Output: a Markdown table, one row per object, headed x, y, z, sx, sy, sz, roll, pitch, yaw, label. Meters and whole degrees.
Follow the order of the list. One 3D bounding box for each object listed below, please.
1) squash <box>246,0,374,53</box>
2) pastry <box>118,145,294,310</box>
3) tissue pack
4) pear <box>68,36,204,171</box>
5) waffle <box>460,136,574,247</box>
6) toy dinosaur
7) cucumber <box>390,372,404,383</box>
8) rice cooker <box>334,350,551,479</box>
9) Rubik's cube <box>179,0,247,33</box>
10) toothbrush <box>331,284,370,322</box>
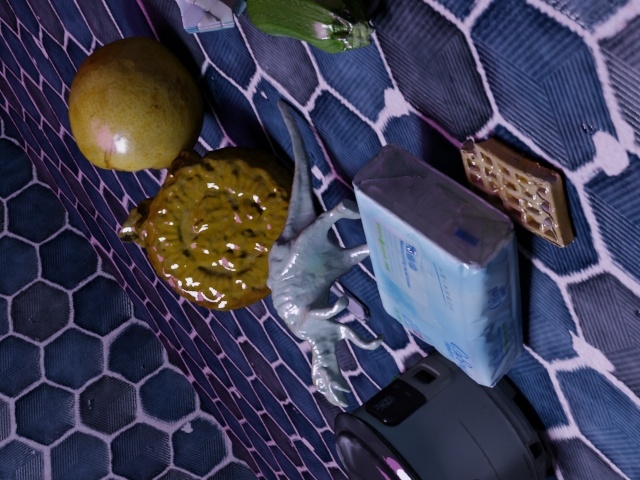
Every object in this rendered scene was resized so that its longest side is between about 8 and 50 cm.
| x | y | z | sx | sy | sz | roll | pitch | yaw | label |
| --- | --- | --- | --- | --- | --- | --- | --- | --- | --- |
| -0.015 | -0.239 | 1.275 | 0.219 | 0.068 | 0.077 | 31 | 135 | 54 | squash |
| -0.133 | -0.021 | 1.729 | 0.235 | 0.240 | 0.132 | 42 | 179 | -5 | pastry |
| 0.129 | 0.033 | 1.323 | 0.177 | 0.089 | 0.263 | 36 | 162 | 28 | tissue pack |
| -0.275 | -0.201 | 1.828 | 0.209 | 0.209 | 0.209 | 48 | 162 | 22 | pear |
| 0.185 | -0.052 | 1.175 | 0.135 | 0.021 | 0.092 | 36 | 156 | 45 | waffle |
| 0.000 | 0.000 | 1.525 | 0.205 | 0.092 | 0.392 | -33 | 77 | 36 | toy dinosaur |
| 0.121 | 0.233 | 1.854 | 0.039 | 0.039 | 0.168 | 47 | 163 | 23 | cucumber |
| 0.141 | 0.279 | 1.559 | 0.280 | 0.227 | 0.241 | 31 | 152 | 53 | rice cooker |
| -0.134 | -0.293 | 1.494 | 0.075 | 0.084 | 0.073 | 177 | 81 | -73 | Rubik's cube |
| -0.018 | 0.038 | 1.886 | 0.288 | 0.024 | 0.026 | 40 | 172 | 37 | toothbrush |
